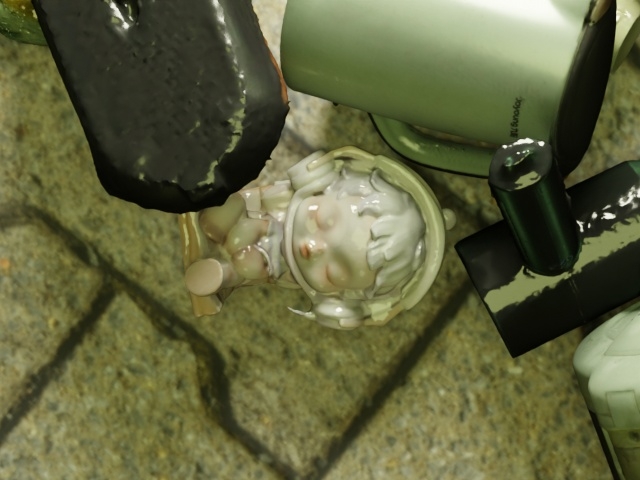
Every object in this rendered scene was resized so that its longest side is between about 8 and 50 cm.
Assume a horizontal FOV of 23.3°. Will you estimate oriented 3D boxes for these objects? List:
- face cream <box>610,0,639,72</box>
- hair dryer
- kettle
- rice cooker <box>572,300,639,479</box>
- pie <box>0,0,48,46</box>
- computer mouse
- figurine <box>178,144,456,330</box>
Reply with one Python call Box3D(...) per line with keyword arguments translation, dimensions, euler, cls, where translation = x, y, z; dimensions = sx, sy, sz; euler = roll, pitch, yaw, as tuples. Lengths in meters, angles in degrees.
Box3D(translation=(0.178, -0.233, 1.371), dimensions=(0.224, 0.070, 0.114), euler=(30, 95, 14), cls="face cream")
Box3D(translation=(0.225, -0.030, 1.259), dimensions=(0.244, 0.302, 0.116), euler=(-28, 68, 5), cls="hair dryer")
Box3D(translation=(0.114, -0.152, 1.311), dimensions=(0.255, 0.165, 0.240), euler=(17, 138, 15), cls="kettle")
Box3D(translation=(0.360, 0.147, 1.263), dimensions=(0.288, 0.288, 0.277), euler=(-22, 97, 5), cls="rice cooker")
Box3D(translation=(-0.240, -0.266, 1.397), dimensions=(0.187, 0.041, 0.186), euler=(0, 92, 3), cls="pie")
Box3D(translation=(-0.139, -0.174, 1.310), dimensions=(0.183, 0.116, 0.323), euler=(-25, 80, 18), cls="computer mouse")
Box3D(translation=(0.001, -0.001, 1.347), dimensions=(0.237, 0.141, 0.162), euler=(-2, 100, 3), cls="figurine")
